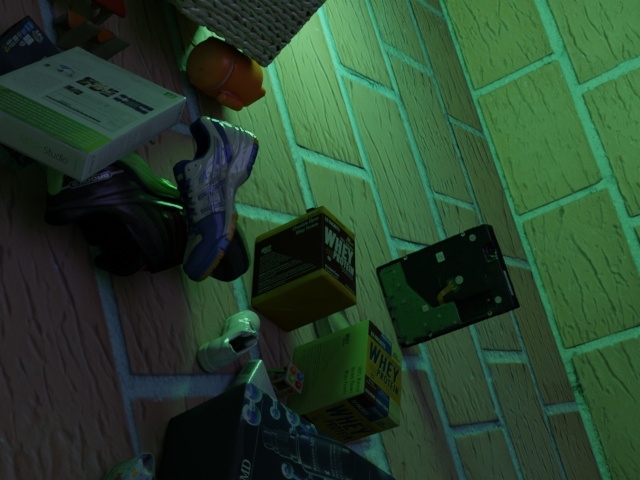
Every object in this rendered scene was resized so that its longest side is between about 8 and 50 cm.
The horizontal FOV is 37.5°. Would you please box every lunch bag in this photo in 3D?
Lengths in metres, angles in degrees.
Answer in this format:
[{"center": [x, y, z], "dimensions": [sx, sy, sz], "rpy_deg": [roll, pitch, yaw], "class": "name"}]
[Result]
[{"center": [-0.302, 0.376, 1.490], "dimensions": [0.053, 0.071, 0.083], "rpy_deg": [54, 29, -19], "class": "lunch bag"}]

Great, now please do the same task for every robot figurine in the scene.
[{"center": [-0.220, -0.385, 2.170], "dimensions": [0.219, 0.128, 0.158], "rpy_deg": [24, 84, -52], "class": "robot figurine"}]

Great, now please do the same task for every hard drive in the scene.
[{"center": [0.333, 0.123, 2.503], "dimensions": [0.064, 0.339, 0.236], "rpy_deg": [10, 60, -60], "class": "hard drive"}]

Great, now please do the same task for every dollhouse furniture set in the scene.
[{"center": [-0.474, -0.512, 1.818], "dimensions": [0.259, 0.135, 0.261], "rpy_deg": [21, 51, -53], "class": "dollhouse furniture set"}]

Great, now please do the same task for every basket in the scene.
[{"center": [-0.201, -0.606, 2.100], "dimensions": [0.328, 0.266, 0.331], "rpy_deg": [26, 15, -51], "class": "basket"}]

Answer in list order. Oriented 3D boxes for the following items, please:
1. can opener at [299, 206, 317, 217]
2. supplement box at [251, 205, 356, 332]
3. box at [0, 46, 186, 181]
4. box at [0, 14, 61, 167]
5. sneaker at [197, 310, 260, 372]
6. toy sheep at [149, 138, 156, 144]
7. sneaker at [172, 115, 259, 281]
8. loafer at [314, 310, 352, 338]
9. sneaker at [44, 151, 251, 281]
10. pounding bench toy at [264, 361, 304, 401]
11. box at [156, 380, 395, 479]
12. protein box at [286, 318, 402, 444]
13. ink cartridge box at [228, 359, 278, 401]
[{"center": [0.000, 0.000, 2.326], "dimensions": [0.186, 0.073, 0.059], "rpy_deg": [57, 20, -35], "class": "can opener"}, {"center": [-0.034, 0.063, 2.070], "dimensions": [0.129, 0.191, 0.194], "rpy_deg": [41, 36, -39], "class": "supplement box"}, {"center": [-0.397, -0.217, 1.547], "dimensions": [0.232, 0.058, 0.322], "rpy_deg": [26, 29, 9], "class": "box"}, {"center": [-0.511, -0.262, 1.640], "dimensions": [0.183, 0.059, 0.232], "rpy_deg": [53, 31, -24], "class": "box"}, {"center": [-0.154, 0.193, 1.867], "dimensions": [0.080, 0.094, 0.212], "rpy_deg": [60, 28, -8], "class": "sneaker"}, {"center": [-0.370, -0.238, 1.842], "dimensions": [0.132, 0.091, 0.091], "rpy_deg": [53, 30, -12], "class": "toy sheep"}, {"center": [-0.210, -0.076, 1.649], "dimensions": [0.131, 0.112, 0.296], "rpy_deg": [24, 65, -26], "class": "sneaker"}, {"center": [0.068, 0.247, 2.208], "dimensions": [0.102, 0.092, 0.268], "rpy_deg": [-5, 73, -61], "class": "loafer"}, {"center": [-0.318, -0.016, 1.711], "dimensions": [0.483, 0.185, 0.202], "rpy_deg": [31, 64, -46], "class": "sneaker"}, {"center": [-0.081, 0.282, 1.953], "dimensions": [0.083, 0.065, 0.052], "rpy_deg": [48, 32, -29], "class": "pounding bench toy"}, {"center": [-0.076, 0.480, 1.609], "dimensions": [0.395, 0.212, 0.293], "rpy_deg": [38, 38, -29], "class": "box"}, {"center": [0.053, 0.310, 2.018], "dimensions": [0.136, 0.201, 0.199], "rpy_deg": [46, 33, -32], "class": "protein box"}, {"center": [-0.128, 0.348, 1.869], "dimensions": [0.145, 0.045, 0.179], "rpy_deg": [-59, 138, -58], "class": "ink cartridge box"}]
